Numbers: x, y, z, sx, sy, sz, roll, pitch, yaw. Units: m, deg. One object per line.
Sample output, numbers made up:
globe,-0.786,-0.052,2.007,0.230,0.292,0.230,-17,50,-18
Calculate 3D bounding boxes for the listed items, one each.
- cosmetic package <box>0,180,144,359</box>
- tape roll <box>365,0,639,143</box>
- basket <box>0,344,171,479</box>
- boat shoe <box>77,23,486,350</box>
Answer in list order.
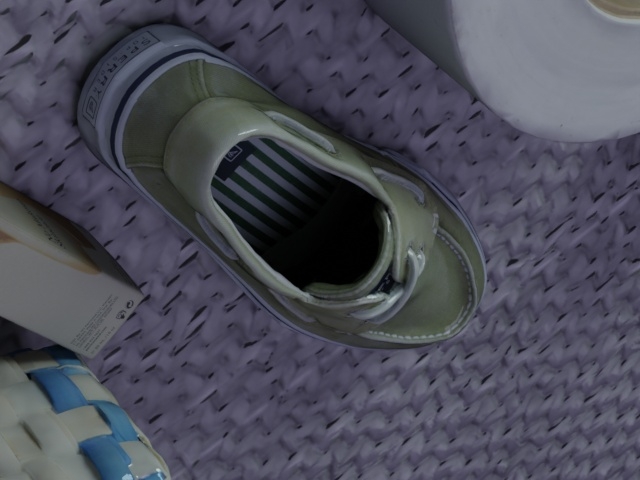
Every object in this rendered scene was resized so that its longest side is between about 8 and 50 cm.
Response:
cosmetic package,-0.137,0.005,0.823,0.041,0.060,0.115,-50,142,5
tape roll,0.143,-0.189,0.861,0.286,0.100,0.286,-23,137,-24
basket,-0.196,0.185,0.811,0.289,0.201,0.255,-22,125,-16
boat shoe,0.000,0.000,0.909,0.109,0.094,0.302,-51,141,8
